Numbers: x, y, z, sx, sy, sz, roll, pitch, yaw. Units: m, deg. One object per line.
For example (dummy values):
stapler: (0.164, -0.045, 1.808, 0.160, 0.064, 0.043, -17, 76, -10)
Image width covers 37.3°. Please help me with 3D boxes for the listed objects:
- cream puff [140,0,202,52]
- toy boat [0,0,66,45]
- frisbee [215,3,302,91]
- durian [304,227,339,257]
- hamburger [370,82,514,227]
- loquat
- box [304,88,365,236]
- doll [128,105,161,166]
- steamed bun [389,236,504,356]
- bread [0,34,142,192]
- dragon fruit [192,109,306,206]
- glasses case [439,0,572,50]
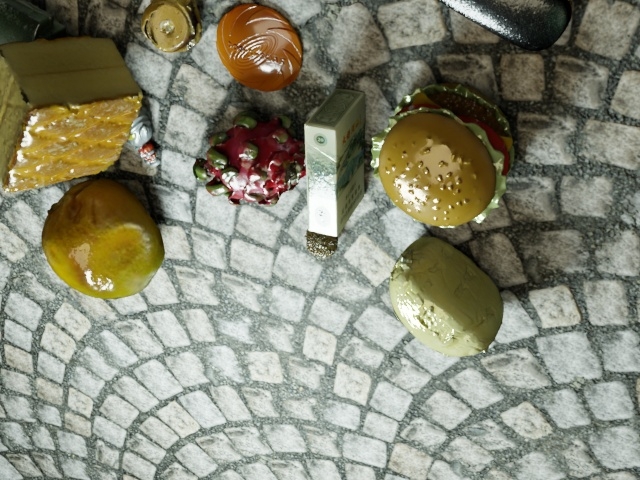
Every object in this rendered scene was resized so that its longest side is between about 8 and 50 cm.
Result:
cream puff: (-0.294, -0.446, 1.909, 0.120, 0.104, 0.133, 20, 114, 4)
toy boat: (-0.704, -0.490, 2.080, 0.320, 0.092, 0.141, 30, 133, 11)
frisbee: (-0.129, -0.385, 1.924, 0.192, 0.035, 0.192, 12, 129, 15)
durian: (0.000, 0.000, 2.134, 0.091, 0.080, 0.080, 9, 129, 40)
hamburger: (0.232, -0.152, 1.813, 0.275, 0.212, 0.274, 12, 128, 16)
loquat: (-0.517, -0.002, 2.258, 0.276, 0.275, 0.284, -25, 136, 36)
box: (0.033, -0.159, 1.933, 0.069, 0.164, 0.256, 13, 129, 19)
doll: (-0.408, -0.243, 2.141, 0.094, 0.079, 0.180, 31, 148, 45)
steamed bun: (0.248, 0.131, 2.010, 0.273, 0.232, 0.166, 40, 125, -5)
bread: (-0.562, -0.274, 2.022, 0.207, 0.279, 0.279, 56, 140, 19)
dragon fruit: (-0.151, -0.155, 2.013, 0.273, 0.219, 0.198, -42, 64, 45)
glasses case: (0.287, -0.446, 1.653, 0.321, 0.082, 0.122, 32, 130, 2)
